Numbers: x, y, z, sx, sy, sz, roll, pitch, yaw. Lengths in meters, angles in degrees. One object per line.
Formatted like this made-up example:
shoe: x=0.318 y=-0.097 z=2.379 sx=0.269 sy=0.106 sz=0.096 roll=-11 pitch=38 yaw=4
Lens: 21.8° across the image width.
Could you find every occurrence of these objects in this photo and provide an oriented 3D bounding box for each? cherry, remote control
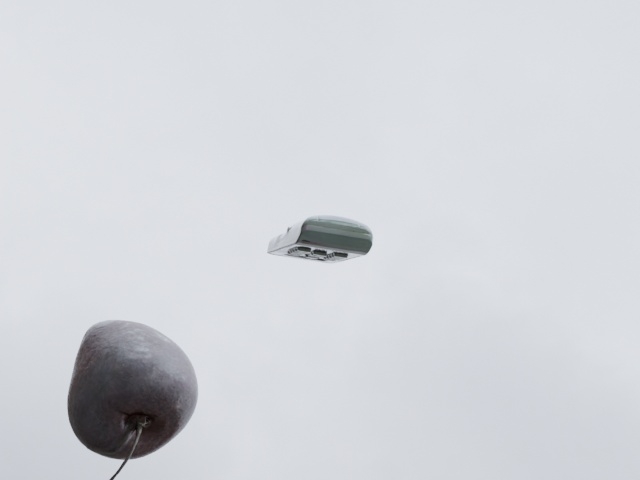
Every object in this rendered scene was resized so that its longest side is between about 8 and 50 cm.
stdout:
cherry: x=-0.206 y=0.158 z=1.583 sx=0.148 sy=0.188 sz=0.115 roll=53 pitch=14 yaw=13
remote control: x=0.000 y=0.000 z=1.411 sx=0.065 sy=0.029 sz=0.166 roll=8 pitch=-6 yaw=-10
